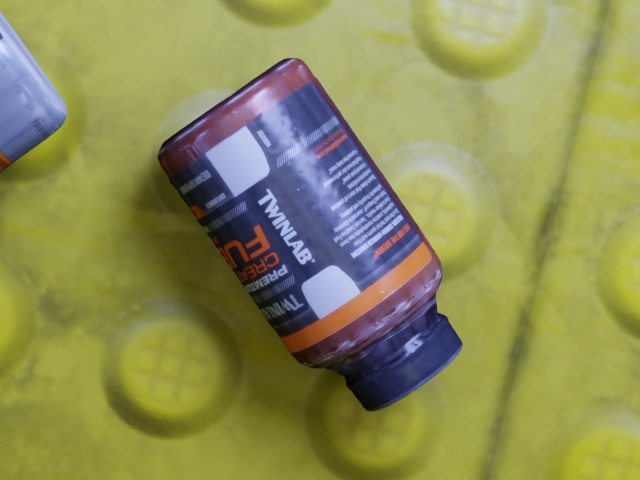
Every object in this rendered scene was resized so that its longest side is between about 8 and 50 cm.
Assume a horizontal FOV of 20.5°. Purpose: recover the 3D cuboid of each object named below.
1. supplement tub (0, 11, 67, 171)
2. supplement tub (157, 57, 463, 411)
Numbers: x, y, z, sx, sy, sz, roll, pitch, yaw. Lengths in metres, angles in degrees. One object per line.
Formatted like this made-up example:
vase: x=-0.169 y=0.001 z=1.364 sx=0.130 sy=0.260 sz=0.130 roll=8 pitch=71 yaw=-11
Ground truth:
supplement tub: x=-0.250 y=-0.060 z=1.000 sx=0.190 sy=0.117 sz=0.117 roll=-36 pitch=94 yaw=-1
supplement tub: x=0.000 y=0.000 z=1.025 sx=0.106 sy=0.106 sz=0.198 roll=-35 pitch=94 yaw=-2
